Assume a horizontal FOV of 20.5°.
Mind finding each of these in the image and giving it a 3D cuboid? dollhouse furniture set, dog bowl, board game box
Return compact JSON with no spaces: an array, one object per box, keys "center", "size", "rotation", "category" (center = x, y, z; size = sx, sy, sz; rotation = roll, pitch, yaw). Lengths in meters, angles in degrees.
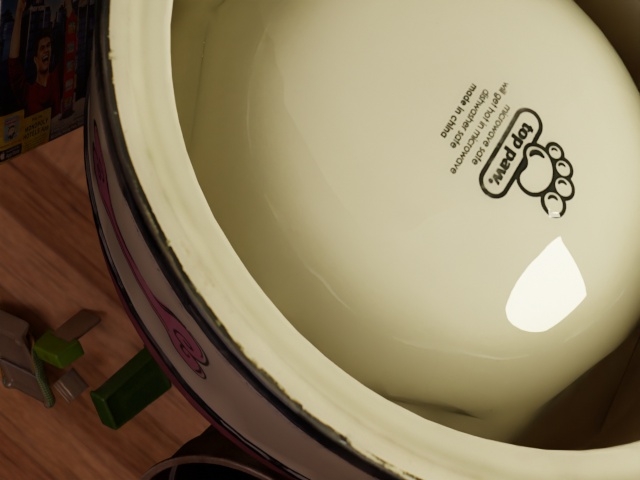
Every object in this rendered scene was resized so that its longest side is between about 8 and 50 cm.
[{"center":[-0.187,0.087,1.333],"size":[0.151,0.058,0.076],"rotation":[19,138,41],"category":"dollhouse furniture set"},{"center":[0.066,-0.046,0.880],"size":[0.408,0.408,0.150],"rotation":[43,149,-3],"category":"dog bowl"},{"center":[-0.162,-0.165,1.069],"size":[0.060,0.194,0.194],"rotation":[14,112,19],"category":"board game box"}]

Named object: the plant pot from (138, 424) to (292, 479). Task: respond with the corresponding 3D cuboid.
[{"center":[-0.019,0.164,1.198],"size":[0.167,0.165,0.167],"rotation":[14,127,20],"category":"plant pot"}]
